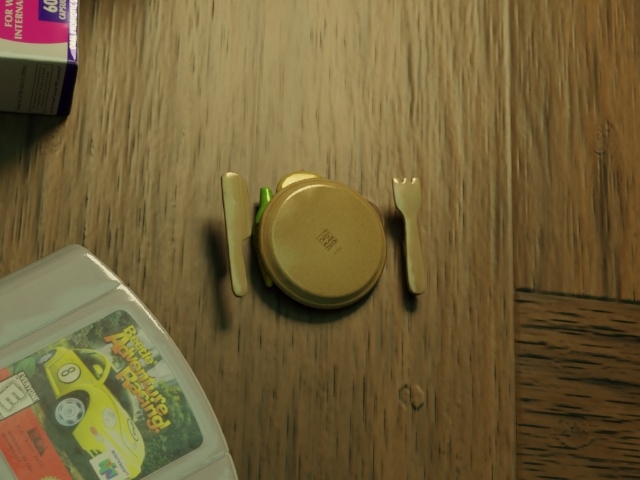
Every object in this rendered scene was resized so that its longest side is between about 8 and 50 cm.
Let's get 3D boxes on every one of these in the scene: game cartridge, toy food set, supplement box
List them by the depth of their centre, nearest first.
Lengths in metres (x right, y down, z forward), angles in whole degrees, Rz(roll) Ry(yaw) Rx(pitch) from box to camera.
[{"bbox_3d":[-0.197,0.153,1.595,0.196,0.060,0.294,-27,76,-27],"label":"game cartridge"},{"bbox_3d":[-0.327,-0.188,1.674,0.220,0.114,0.111,2,68,-11],"label":"supplement box"},{"bbox_3d":[0.000,0.000,1.722,0.192,0.038,0.132,1,74,-19],"label":"toy food set"}]
